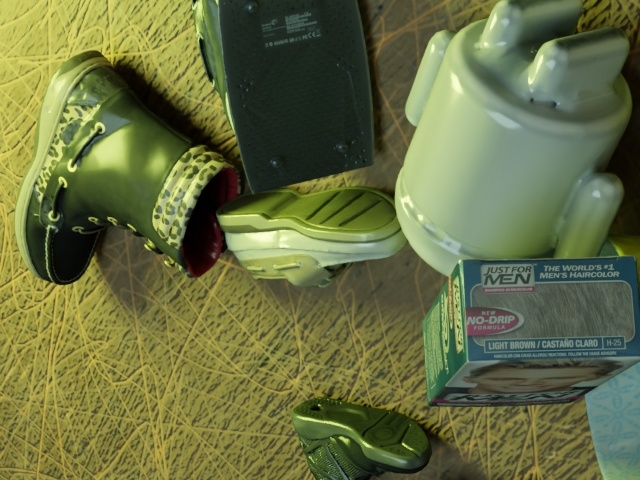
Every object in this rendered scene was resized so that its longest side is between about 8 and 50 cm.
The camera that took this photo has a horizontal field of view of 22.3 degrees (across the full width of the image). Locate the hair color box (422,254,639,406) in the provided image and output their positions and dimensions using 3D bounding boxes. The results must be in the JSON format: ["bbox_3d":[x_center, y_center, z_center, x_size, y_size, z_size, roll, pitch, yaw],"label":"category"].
[{"bbox_3d":[0.209,0.101,1.684,0.347,0.174,0.105,99,169,-77],"label":"hair color box"}]

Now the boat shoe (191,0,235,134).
[{"bbox_3d":[-0.088,-0.239,1.952,0.113,0.127,0.340,38,150,62],"label":"boat shoe"}]

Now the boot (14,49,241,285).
[{"bbox_3d":[-0.263,-0.038,2.206,0.284,0.138,0.377,34,126,23],"label":"boot"}]

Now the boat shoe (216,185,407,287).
[{"bbox_3d":[0.000,0.000,2.015,0.302,0.113,0.103,7,122,48],"label":"boat shoe"}]

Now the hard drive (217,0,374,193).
[{"bbox_3d":[-0.031,-0.194,1.892,0.054,0.172,0.254,-132,31,-64],"label":"hard drive"}]

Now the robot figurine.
[{"bbox_3d":[0.198,-0.092,1.710,0.300,0.200,0.353,52,139,32],"label":"robot figurine"}]

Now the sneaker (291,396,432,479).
[{"bbox_3d":[0.063,0.289,2.132,0.227,0.087,0.130,7,120,42],"label":"sneaker"}]

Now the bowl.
[{"bbox_3d":[0.377,0.129,1.686,0.156,0.289,0.289,-5,117,-4],"label":"bowl"}]
